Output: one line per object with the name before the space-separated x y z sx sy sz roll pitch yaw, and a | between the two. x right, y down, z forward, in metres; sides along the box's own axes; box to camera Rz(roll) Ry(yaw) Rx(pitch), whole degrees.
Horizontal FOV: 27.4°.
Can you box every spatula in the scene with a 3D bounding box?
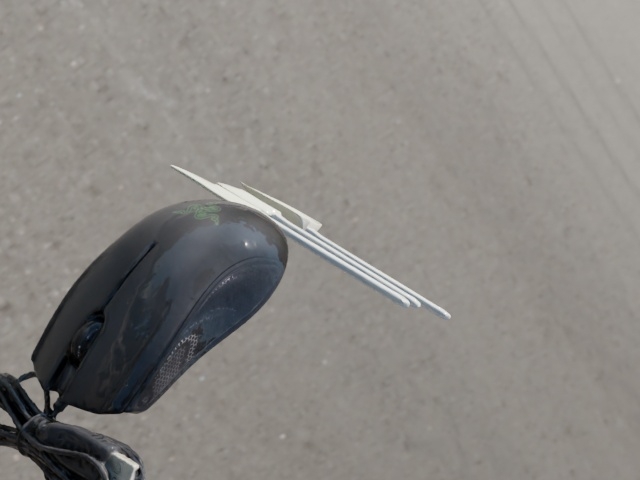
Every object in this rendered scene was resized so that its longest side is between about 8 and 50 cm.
spatula | 0.000 0.000 1.135 0.242 0.019 0.168 30 3 24

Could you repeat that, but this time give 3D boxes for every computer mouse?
computer mouse | -0.131 0.056 0.950 0.272 0.188 0.072 -48 137 -26
